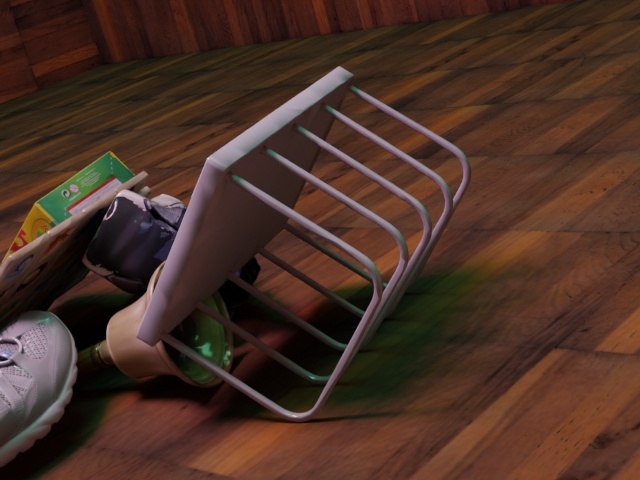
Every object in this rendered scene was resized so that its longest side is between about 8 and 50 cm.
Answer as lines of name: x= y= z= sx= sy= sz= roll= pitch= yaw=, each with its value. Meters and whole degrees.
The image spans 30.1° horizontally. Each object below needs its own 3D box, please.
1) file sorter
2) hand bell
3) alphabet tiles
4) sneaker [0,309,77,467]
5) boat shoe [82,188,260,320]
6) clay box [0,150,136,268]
file sorter: x=0.000 y=0.000 z=1.073 sx=0.173 sy=0.193 sz=0.277 roll=31 pitch=32 yaw=8
hand bell: x=-0.217 y=0.114 z=1.158 sx=0.242 sy=0.126 sz=0.126 roll=-21 pitch=13 yaw=26
alphabet tiles: x=-0.310 y=0.058 z=1.243 sx=0.285 sy=0.011 sz=0.342 roll=-48 pitch=-3 yaw=34
sneaker: x=-0.304 y=0.139 z=1.020 sx=0.105 sy=0.115 sz=0.281 roll=-5 pitch=31 yaw=25
boat shoe: x=-0.148 y=0.032 z=1.322 sx=0.158 sy=0.127 sz=0.340 roll=29 pitch=2 yaw=3
clay box: x=-0.299 y=0.005 z=1.348 sx=0.127 sy=0.053 sz=0.222 roll=-44 pitch=-4 yaw=-45
